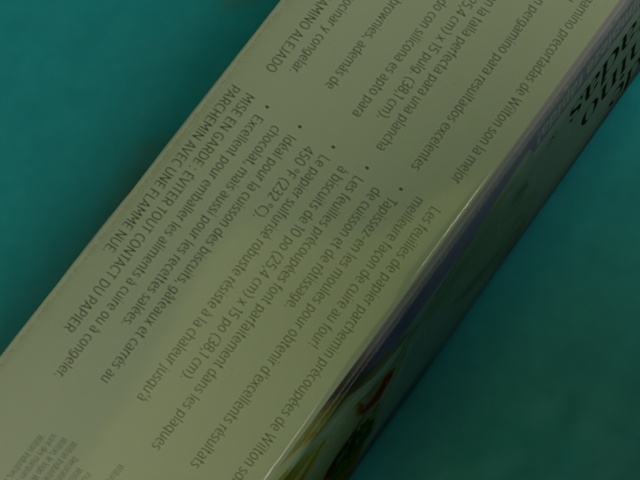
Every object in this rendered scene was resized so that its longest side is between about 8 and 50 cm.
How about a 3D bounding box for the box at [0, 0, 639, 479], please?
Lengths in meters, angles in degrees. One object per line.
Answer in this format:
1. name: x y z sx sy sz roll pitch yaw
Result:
1. box: 0.000 0.000 0.429 0.067 0.063 0.324 32 74 15
